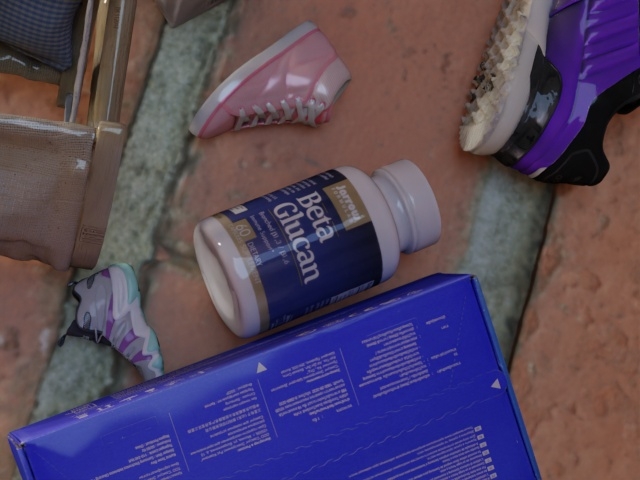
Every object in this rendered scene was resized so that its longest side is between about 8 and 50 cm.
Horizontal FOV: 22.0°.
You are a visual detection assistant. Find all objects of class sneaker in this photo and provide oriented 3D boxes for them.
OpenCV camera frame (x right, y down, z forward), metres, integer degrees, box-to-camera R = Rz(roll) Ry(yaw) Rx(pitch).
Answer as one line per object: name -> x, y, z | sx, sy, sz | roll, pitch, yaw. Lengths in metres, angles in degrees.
sneaker -> -0.032, -0.106, 1.255 | 0.134, 0.051, 0.070 | -39, 83, -22
sneaker -> 0.224, -0.173, 1.314 | 0.146, 0.102, 0.293 | 25, 78, -11
sneaker -> -0.156, 0.071, 1.197 | 0.069, 0.038, 0.098 | -18, 78, -12

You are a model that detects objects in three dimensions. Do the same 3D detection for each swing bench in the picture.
swing bench -> -0.264, -0.123, 1.146 | 0.253, 0.165, 0.255 | 7, 76, -12

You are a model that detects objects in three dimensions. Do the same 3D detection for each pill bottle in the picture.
pill bottle -> 0.000, 0.000, 1.217 | 0.169, 0.094, 0.094 | -22, 83, -17

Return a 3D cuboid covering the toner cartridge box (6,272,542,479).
toner cartridge box -> -0.030, 0.155, 1.170 | 0.348, 0.075, 0.165 | -19, 96, -17

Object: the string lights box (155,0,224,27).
string lights box -> -0.123, -0.311, 1.267 | 0.133, 0.077, 0.260 | -32, 86, -17
